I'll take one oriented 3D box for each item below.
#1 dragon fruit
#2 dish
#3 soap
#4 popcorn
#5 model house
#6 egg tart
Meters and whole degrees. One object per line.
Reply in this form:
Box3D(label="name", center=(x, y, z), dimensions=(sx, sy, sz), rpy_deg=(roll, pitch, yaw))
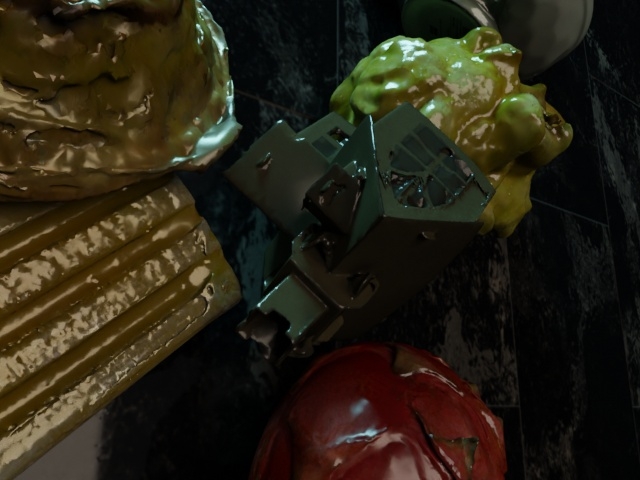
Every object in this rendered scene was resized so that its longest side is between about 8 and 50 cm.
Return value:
Box3D(label="dragon fruit", center=(0.051, 0.209, 0.495), dimensions=(0.241, 0.241, 0.252), rpy_deg=(45, 71, -19))
Box3D(label="dish", center=(0.196, -0.301, 0.735), dimensions=(0.303, 0.303, 0.120), rpy_deg=(44, 78, -20))
Box3D(label="soap", center=(-0.206, 0.047, 0.423), dimensions=(0.274, 0.089, 0.173), rpy_deg=(-38, 100, -38))
Box3D(label="popcorn", center=(0.153, -0.120, 0.672), dimensions=(0.286, 0.215, 0.252), rpy_deg=(28, 106, -34))
Box3D(label="model house", center=(0.000, 0.000, 0.502), dimensions=(0.204, 0.211, 0.243), rpy_deg=(43, 42, 4))
Box3D(label="egg tart", center=(-0.201, -0.186, 0.411), dimensions=(0.341, 0.129, 0.341), rpy_deg=(21, 44, -22))
